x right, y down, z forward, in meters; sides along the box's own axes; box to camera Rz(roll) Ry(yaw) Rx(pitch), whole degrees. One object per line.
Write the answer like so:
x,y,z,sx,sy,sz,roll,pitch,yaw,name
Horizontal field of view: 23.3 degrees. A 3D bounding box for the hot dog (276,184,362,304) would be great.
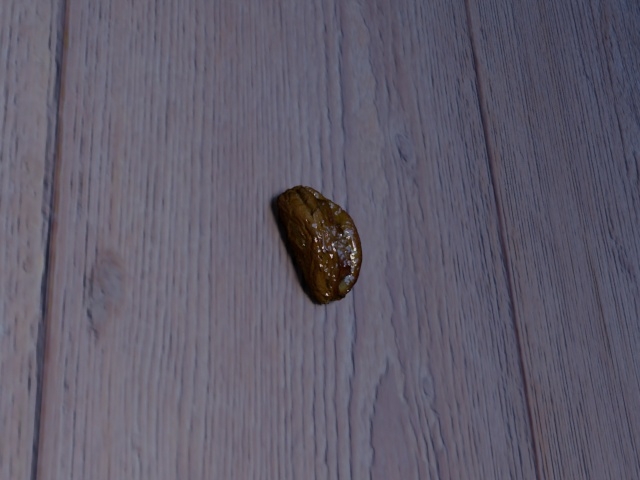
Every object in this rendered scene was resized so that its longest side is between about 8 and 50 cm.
0.000,0.000,1.034,0.058,0.035,0.083,4,63,-62,hot dog
